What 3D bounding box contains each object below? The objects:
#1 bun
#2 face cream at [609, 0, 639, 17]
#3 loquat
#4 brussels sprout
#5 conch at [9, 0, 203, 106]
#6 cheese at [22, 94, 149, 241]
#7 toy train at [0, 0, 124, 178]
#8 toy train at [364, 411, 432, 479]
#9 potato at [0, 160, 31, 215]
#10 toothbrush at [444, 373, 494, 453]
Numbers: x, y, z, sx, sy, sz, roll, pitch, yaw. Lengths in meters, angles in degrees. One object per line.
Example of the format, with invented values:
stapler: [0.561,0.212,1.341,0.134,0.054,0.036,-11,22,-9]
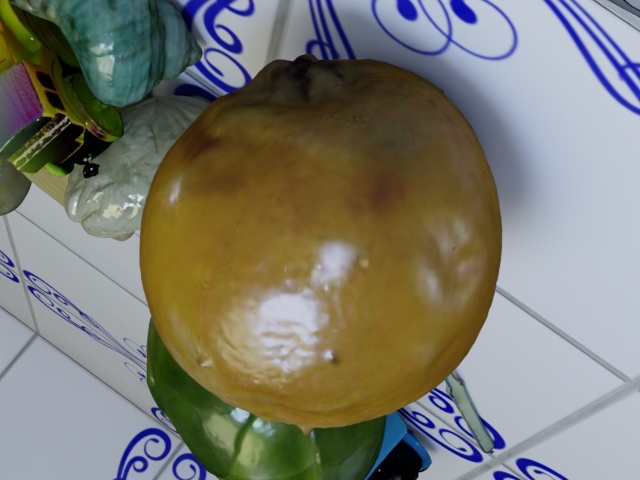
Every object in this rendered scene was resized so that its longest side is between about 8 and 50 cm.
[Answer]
bun: [-0.195,-0.087,1.319,0.220,0.220,0.134,-8,107,61]
face cream: [0.225,-0.155,0.651,0.214,0.096,0.096,32,158,11]
loquat: [0.000,0.000,1.018,0.328,0.328,0.328,31,158,14]
brussels sprout: [-0.075,0.193,1.589,0.371,0.276,0.315,48,163,25]
conch: [-0.215,-0.223,1.169,0.188,0.122,0.176,49,177,-24]
cheese: [-0.335,-0.137,1.549,0.384,0.104,0.384,31,158,14]
toy train: [-0.315,-0.199,1.219,0.160,0.100,0.296,16,-137,-59]
toy train: [0.008,0.317,1.861,0.265,0.188,0.300,52,158,-23]
potato: [-0.535,-0.146,1.788,0.178,0.160,0.235,-34,95,42]
toothbrush: [0.188,0.212,1.565,0.028,0.026,0.294,41,168,48]
